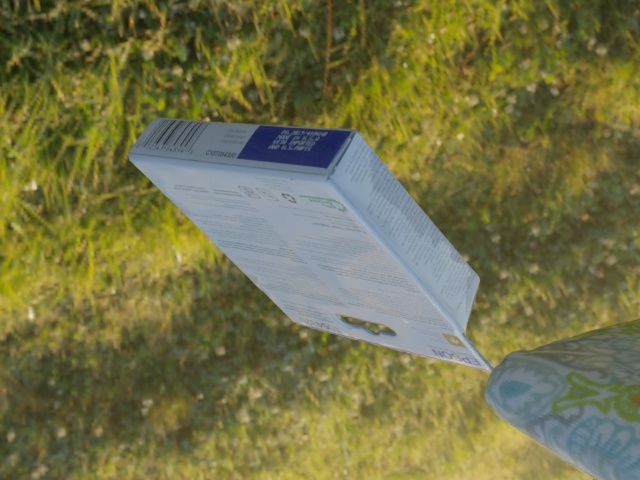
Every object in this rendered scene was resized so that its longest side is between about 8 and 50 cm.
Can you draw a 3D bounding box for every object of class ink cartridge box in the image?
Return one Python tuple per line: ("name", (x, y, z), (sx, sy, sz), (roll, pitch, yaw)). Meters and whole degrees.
("ink cartridge box", (0.000, 0.000, 1.155), (0.330, 0.324, 0.071), (46, 65, -37))

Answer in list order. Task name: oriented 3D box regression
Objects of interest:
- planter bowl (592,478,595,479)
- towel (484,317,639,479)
("planter bowl", (0.429, 0.320, 1.424), (0.090, 0.217, 0.217), (-12, 144, -2))
("towel", (0.361, 0.126, 0.779), (0.374, 0.320, 0.090), (-10, 105, -28))
